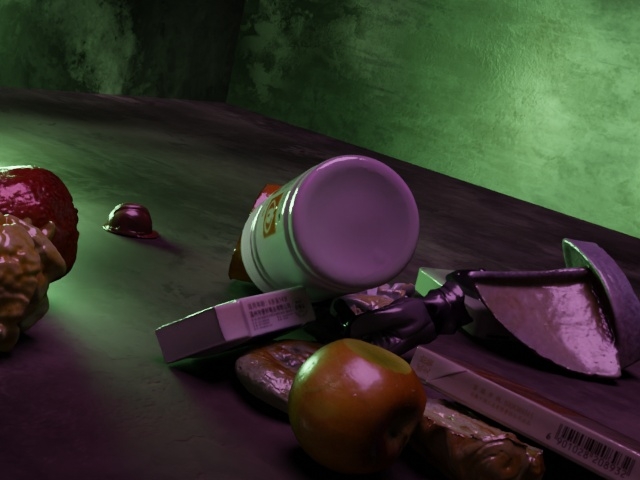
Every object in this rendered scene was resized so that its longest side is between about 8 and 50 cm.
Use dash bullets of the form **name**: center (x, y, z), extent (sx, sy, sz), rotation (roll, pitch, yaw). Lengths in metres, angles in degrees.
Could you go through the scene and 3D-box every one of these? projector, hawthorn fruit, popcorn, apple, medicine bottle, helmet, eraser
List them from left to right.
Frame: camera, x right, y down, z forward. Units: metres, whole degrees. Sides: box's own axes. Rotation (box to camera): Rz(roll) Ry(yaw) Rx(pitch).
- **popcorn**: center (-0.436, 0.046, 1.377), extent (0.167, 0.185, 0.187), rotation (31, 6, 3)
- **hawthorn fruit**: center (-0.491, -0.015, 1.553), extent (0.253, 0.205, 0.205), rotation (-4, 19, -29)
- **helmet**: center (-0.370, -0.045, 2.053), extent (0.111, 0.057, 0.089), rotation (10, 11, -10)
- **eraser**: center (-0.118, 0.120, 1.485), extent (0.124, 0.068, 0.210), rotation (-21, -7, 34)
- **medicine bottle**: center (0.005, -0.008, 1.625), extent (0.202, 0.202, 0.316), rotation (8, -10, -18)
- **apple**: center (0.045, 0.201, 1.223), extent (0.163, 0.146, 0.147), rotation (18, 5, -35)
- **projector**: center (0.346, 0.116, 1.970), extent (0.257, 0.079, 0.259), rotation (7, 15, -25)

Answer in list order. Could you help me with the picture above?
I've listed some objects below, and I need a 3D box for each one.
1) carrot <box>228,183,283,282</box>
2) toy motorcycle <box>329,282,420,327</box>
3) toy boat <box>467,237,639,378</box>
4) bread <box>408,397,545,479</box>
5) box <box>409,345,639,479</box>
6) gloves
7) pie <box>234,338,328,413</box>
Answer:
- **carrot**: center (0.000, 0.000, 1.897), extent (0.331, 0.193, 0.214), rotation (9, 32, -10)
- **toy motorcycle**: center (0.094, 0.114, 1.781), extent (0.229, 0.074, 0.151), rotation (-12, 31, -40)
- **toy boat**: center (0.437, 0.133, 1.822), extent (0.293, 0.111, 0.276), rotation (-21, 63, -26)
- **bread**: center (0.172, 0.250, 1.274), extent (0.128, 0.088, 0.232), rotation (20, 0, -30)
- **box**: center (0.309, 0.243, 1.376), extent (0.365, 0.051, 0.205), rotation (23, 1, 39)
- **gloves**: center (0.105, 0.130, 1.601), extent (0.286, 0.119, 0.142), rotation (-7, -19, -13)
- **pie**: center (-0.003, 0.190, 1.424), extent (0.241, 0.054, 0.240), rotation (13, 12, -3)
